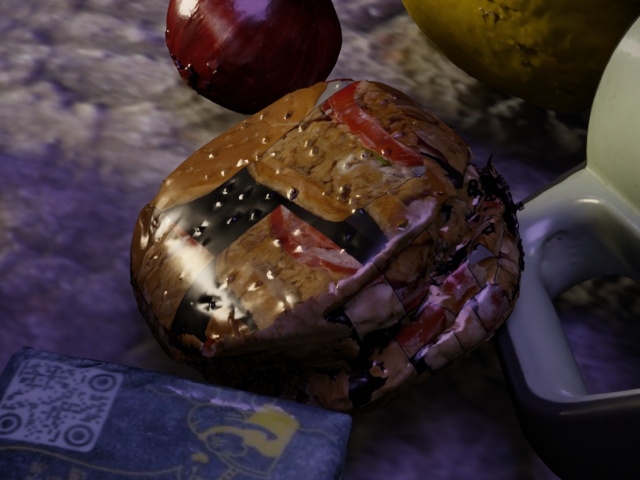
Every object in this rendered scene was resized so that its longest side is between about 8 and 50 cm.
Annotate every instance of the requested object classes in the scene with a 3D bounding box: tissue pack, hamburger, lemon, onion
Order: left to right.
[{"bbox_3d":[-0.098,0.172,0.637,0.185,0.081,0.257,11,42,5],"label":"tissue pack"},{"bbox_3d":[-0.047,-0.149,0.967,0.131,0.131,0.131,4,42,-4],"label":"onion"},{"bbox_3d":[0.000,0.000,0.784,0.231,0.107,0.231,-20,41,19],"label":"hamburger"},{"bbox_3d":[0.175,-0.217,0.976,0.245,0.245,0.320,-6,22,-15],"label":"lemon"}]

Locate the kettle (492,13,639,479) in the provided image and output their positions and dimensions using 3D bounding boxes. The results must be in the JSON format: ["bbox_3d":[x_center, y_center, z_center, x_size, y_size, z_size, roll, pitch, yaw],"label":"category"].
[{"bbox_3d":[0.264,0.016,0.715,0.361,0.250,0.377,-33,25,0],"label":"kettle"}]
